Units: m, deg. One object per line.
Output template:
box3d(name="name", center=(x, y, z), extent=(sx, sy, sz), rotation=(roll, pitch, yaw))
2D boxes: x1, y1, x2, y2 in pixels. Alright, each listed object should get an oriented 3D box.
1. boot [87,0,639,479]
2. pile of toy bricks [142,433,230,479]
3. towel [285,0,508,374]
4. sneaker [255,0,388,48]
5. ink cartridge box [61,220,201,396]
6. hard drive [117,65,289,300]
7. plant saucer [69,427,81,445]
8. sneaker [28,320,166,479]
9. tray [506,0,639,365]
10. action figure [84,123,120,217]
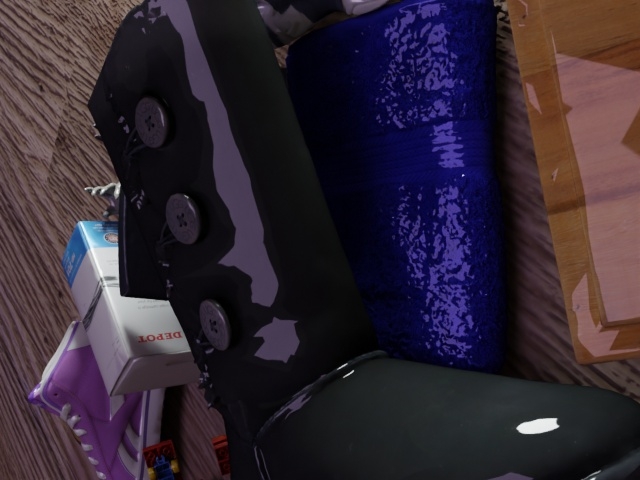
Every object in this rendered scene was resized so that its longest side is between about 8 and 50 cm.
box3d(name="boot", center=(-0.002, 0.001, 0.547), extent=(0.367, 0.146, 0.445), rotation=(-28, 75, 39))
box3d(name="pile of toy bricks", center=(-0.128, 0.305, 0.833), extent=(0.105, 0.118, 0.212), rotation=(-160, 56, -75))
box3d(name="towel", center=(0.048, -0.041, 0.639), extent=(0.227, 0.076, 0.308), rotation=(-6, 85, 49))
box3d(name="sneaker", center=(-0.011, -0.262, 0.668), extent=(0.235, 0.094, 0.153), rotation=(-7, 46, 43))
box3d(name="ink cartridge box", center=(-0.198, 0.071, 0.865), extent=(0.082, 0.139, 0.191), rotation=(-52, 54, 36))
box3d(name="hard drive", center=(-0.118, -0.060, 0.758), extent=(0.054, 0.171, 0.255), rotation=(-153, 69, -85))
box3d(name="plant saucer", center=(-0.329, 0.226, 1.091), extent=(0.198, 0.036, 0.199), rotation=(-1, 89, 49))
box3d(name="sneaker", center=(-0.279, 0.234, 0.929), extent=(0.102, 0.161, 0.282), rotation=(-177, 92, -70))
box3d(name="tray", center=(0.291, -0.080, 0.282), extent=(0.410, 0.076, 0.203), rotation=(-13, 80, 29))
box3d(name="action figure", center=(-0.190, -0.090, 0.861), extent=(0.276, 0.141, 0.164), rotation=(47, 117, 41))
